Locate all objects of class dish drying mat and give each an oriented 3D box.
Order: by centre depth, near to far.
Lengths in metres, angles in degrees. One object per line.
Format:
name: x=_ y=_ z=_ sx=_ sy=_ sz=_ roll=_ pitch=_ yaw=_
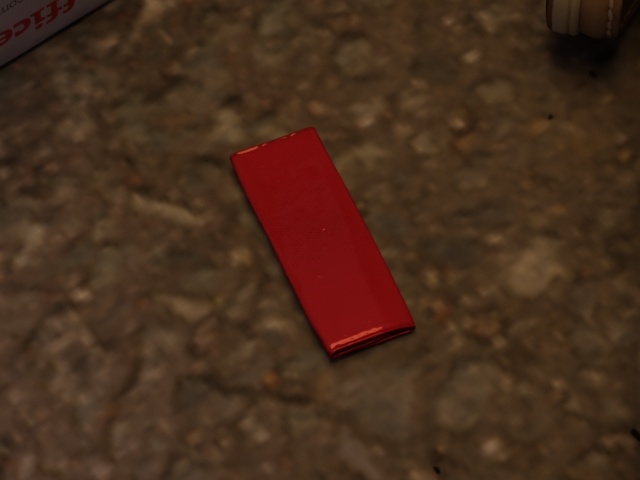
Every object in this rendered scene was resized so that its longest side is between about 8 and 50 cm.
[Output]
dish drying mat: x=0.000 y=0.000 z=0.630 sx=0.032 sy=0.008 sz=0.083 roll=-20 pitch=60 yaw=-12

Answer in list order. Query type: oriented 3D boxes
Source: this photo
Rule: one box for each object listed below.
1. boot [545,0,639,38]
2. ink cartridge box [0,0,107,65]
boot: x=0.186 y=-0.127 z=0.668 sx=0.165 sy=0.077 sz=0.213 roll=29 pitch=62 yaw=14
ink cartridge box: x=-0.131 y=-0.124 z=0.610 sx=0.127 sy=0.175 sz=0.072 roll=-35 pitch=67 yaw=-18
